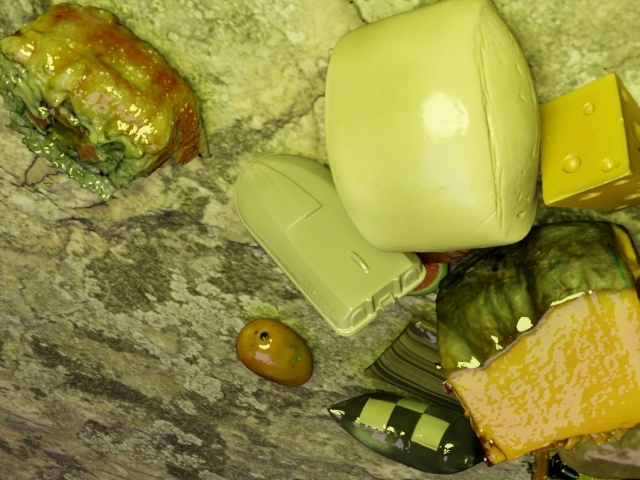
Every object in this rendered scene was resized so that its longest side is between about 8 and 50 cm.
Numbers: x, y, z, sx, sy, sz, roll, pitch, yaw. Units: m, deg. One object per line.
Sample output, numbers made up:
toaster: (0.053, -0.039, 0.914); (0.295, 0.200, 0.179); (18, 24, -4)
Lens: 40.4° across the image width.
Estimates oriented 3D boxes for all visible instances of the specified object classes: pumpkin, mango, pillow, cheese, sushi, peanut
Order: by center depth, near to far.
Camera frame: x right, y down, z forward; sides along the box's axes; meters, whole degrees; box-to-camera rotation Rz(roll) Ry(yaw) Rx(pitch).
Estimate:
cheese: (0.312, -0.072, 0.916); (0.093, 0.126, 0.171); (-21, 144, 36)
pumpkin: (0.273, 0.113, 1.000); (0.225, 0.256, 0.303); (-19, 171, 20)
sushi: (-0.262, -0.160, 1.052); (0.274, 0.139, 0.184); (37, 143, -8)
peanut: (0.445, 0.269, 1.222); (0.224, 0.129, 0.129); (-6, 135, 20)
pillow: (0.195, 0.198, 1.320); (0.208, 0.052, 0.212); (22, 145, -7)
pillow: (0.147, 0.308, 1.400); (0.249, 0.106, 0.186); (15, 177, 24)
mango: (-0.068, 0.188, 1.422); (0.163, 0.090, 0.111); (36, 154, -32)

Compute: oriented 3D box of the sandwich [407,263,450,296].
sandwich: (0.134, 0.041, 1.182); (0.067, 0.029, 0.135); (39, 141, -12)

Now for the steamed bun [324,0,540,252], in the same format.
steamed bun: (0.111, -0.104, 0.865); (0.200, 0.155, 0.250); (-3, 110, 34)

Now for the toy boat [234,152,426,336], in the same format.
toy boat: (0.002, -0.001, 1.058); (0.269, 0.140, 0.141); (42, 160, 41)

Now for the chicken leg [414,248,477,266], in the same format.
chicken leg: (0.114, -0.002, 1.091); (0.093, 0.113, 0.304); (8, 157, -25)

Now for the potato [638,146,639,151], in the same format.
potato: (0.447, -0.053, 0.764); (0.285, 0.243, 0.242); (-10, 132, 30)

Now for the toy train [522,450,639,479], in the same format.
toy train: (0.435, 0.402, 1.420); (0.219, 0.089, 0.127); (29, 132, -7)
